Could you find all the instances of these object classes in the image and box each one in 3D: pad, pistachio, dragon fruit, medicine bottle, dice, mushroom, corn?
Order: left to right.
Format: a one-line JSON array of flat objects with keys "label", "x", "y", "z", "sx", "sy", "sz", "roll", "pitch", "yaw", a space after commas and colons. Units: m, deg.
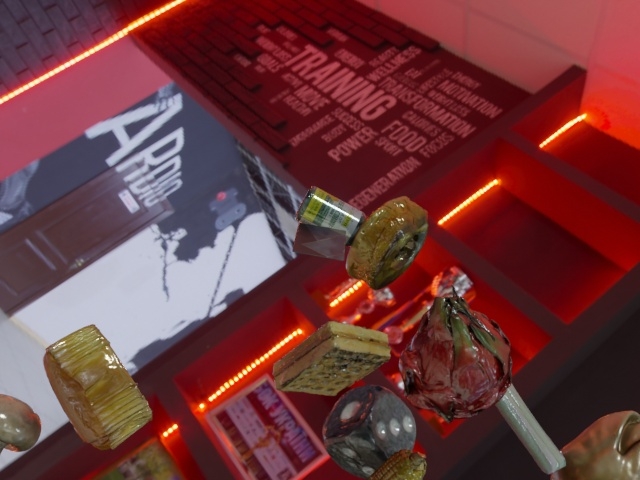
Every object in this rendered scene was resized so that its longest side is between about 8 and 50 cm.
[{"label": "mushroom", "x": -0.862, "y": 0.516, "z": 1.493, "sx": 0.204, "sy": 0.204, "sz": 0.204, "roll": 48, "pitch": -16, "yaw": 19}, {"label": "pad", "x": 0.000, "y": 0.000, "z": 1.790, "sx": 0.243, "sy": 0.163, "sz": 0.004, "roll": -82, "pitch": -178, "yaw": -67}, {"label": "medicine bottle", "x": 0.064, "y": -0.070, "z": 2.013, "sx": 0.293, "sy": 0.141, "sz": 0.141, "roll": 28, "pitch": -14, "yaw": -5}, {"label": "dice", "x": 0.129, "y": 0.502, "z": 1.472, "sx": 0.183, "sy": 0.182, "sz": 0.181, "roll": 47, "pitch": -45, "yaw": -15}, {"label": "corn", "x": 0.154, "y": 0.582, "z": 1.315, "sx": 0.097, "sy": 0.262, "sz": 0.097, "roll": 35, "pitch": 18, "yaw": -13}, {"label": "dragon fruit", "x": 0.253, "y": 0.220, "z": 1.090, "sx": 0.234, "sy": 0.234, "sz": 0.293, "roll": 34, "pitch": -24, "yaw": 51}, {"label": "pistachio", "x": 0.742, "y": 0.598, "z": 1.402, "sx": 0.281, "sy": 0.445, "sz": 0.365, "roll": 26, "pitch": -65, "yaw": 39}]

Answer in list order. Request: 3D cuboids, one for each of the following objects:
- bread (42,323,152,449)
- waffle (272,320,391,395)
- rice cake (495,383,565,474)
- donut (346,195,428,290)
[{"label": "bread", "x": -0.538, "y": 0.354, "z": 1.333, "sx": 0.288, "sy": 0.156, "sz": 0.204, "roll": 58, "pitch": -30, "yaw": -1}, {"label": "waffle", "x": 0.038, "y": 0.414, "z": 1.908, "sx": 0.376, "sy": 0.261, "sz": 0.114, "roll": -44, "pitch": -141, "yaw": 39}, {"label": "rice cake", "x": 0.417, "y": 0.375, "z": 1.167, "sx": 0.080, "sy": 0.042, "sz": 0.222, "roll": 7, "pitch": 43, "yaw": -47}, {"label": "donut", "x": 0.232, "y": 0.009, "z": 1.841, "sx": 0.160, "sy": 0.330, "sz": 0.330, "roll": 30, "pitch": -26, "yaw": 33}]
